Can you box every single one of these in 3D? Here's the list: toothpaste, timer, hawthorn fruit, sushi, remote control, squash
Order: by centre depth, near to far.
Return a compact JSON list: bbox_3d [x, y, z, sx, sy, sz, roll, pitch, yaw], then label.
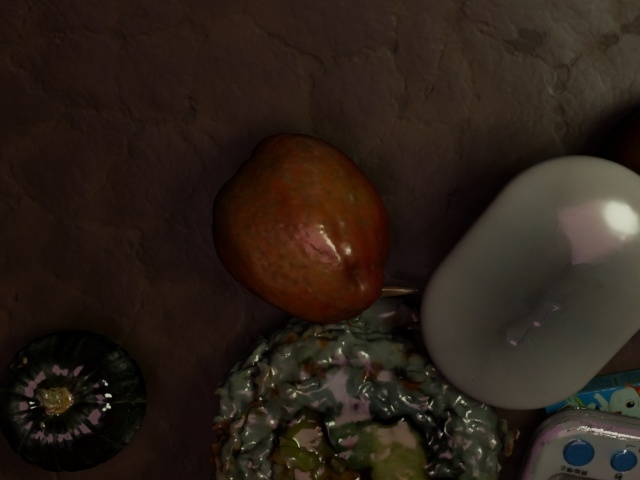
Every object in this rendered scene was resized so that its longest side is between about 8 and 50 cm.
[{"bbox_3d":[0.255,0.052,1.548,0.221,0.103,0.332,39,112,1],"label":"remote control"},{"bbox_3d":[0.000,0.000,1.641,0.262,0.210,0.210,39,106,19],"label":"hawthorn fruit"},{"bbox_3d":[0.354,0.302,1.719,0.208,0.069,0.190,11,117,-3],"label":"timer"},{"bbox_3d":[0.051,0.272,1.727,0.417,0.176,0.417,1,102,4],"label":"sushi"},{"bbox_3d":[0.415,0.197,1.733,0.267,0.050,0.065,-11,103,9],"label":"toothpaste"},{"bbox_3d":[-0.322,0.209,1.771,0.193,0.156,0.193,0,91,-15],"label":"squash"}]

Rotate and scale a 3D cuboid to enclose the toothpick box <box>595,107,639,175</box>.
[{"bbox_3d":[0.437,-0.022,1.614,0.192,0.192,0.294,-19,108,11],"label":"toothpick box"}]
